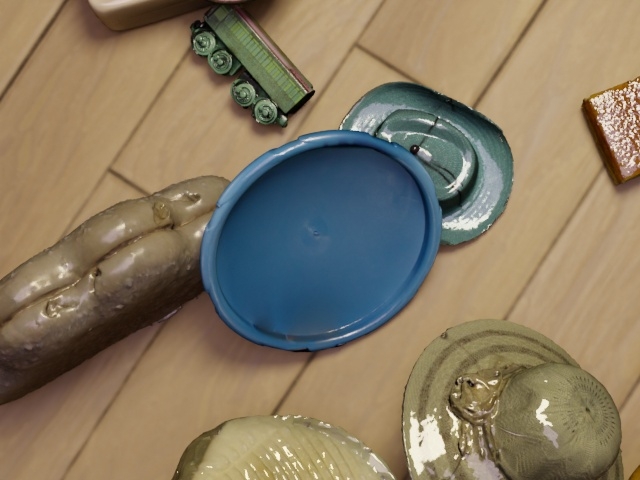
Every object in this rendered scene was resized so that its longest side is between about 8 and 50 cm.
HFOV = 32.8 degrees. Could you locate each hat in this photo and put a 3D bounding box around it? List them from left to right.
[{"bbox_3d":[0.103,-0.081,1.082,0.191,0.078,0.138,31,89,6],"label":"hat"},{"bbox_3d":[0.204,0.169,0.971,0.252,0.110,0.252,12,59,-22],"label":"hat"}]

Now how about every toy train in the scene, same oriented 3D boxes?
[{"bbox_3d":[-0.073,-0.181,1.121,0.071,0.038,0.148,-41,84,6],"label":"toy train"}]

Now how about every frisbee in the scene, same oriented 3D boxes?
[{"bbox_3d":[0.000,0.000,1.039,0.242,0.045,0.242,-11,123,-17],"label":"frisbee"}]

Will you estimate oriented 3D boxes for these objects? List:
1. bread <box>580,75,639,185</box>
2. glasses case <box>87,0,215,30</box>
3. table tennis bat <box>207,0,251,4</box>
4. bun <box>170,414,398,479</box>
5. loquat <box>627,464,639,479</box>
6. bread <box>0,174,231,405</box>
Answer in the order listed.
[{"bbox_3d":[0.322,-0.115,1.095,0.090,0.035,0.094,-22,83,1],"label":"bread"},{"bbox_3d":[-0.086,-0.331,1.123,0.337,0.076,0.144,-17,82,1],"label":"glasses case"},{"bbox_3d":[-0.110,-0.350,1.080,0.138,0.022,0.246,-25,85,-1],"label":"table tennis bat"},{"bbox_3d":[-0.035,0.295,0.992,0.259,0.152,0.259,17,43,-16],"label":"bun"},{"bbox_3d":[0.351,0.266,0.989,0.172,0.149,0.204,20,109,-33],"label":"loquat"},{"bbox_3d":[-0.219,0.044,1.037,0.337,0.183,0.102,-33,80,-3],"label":"bread"}]
